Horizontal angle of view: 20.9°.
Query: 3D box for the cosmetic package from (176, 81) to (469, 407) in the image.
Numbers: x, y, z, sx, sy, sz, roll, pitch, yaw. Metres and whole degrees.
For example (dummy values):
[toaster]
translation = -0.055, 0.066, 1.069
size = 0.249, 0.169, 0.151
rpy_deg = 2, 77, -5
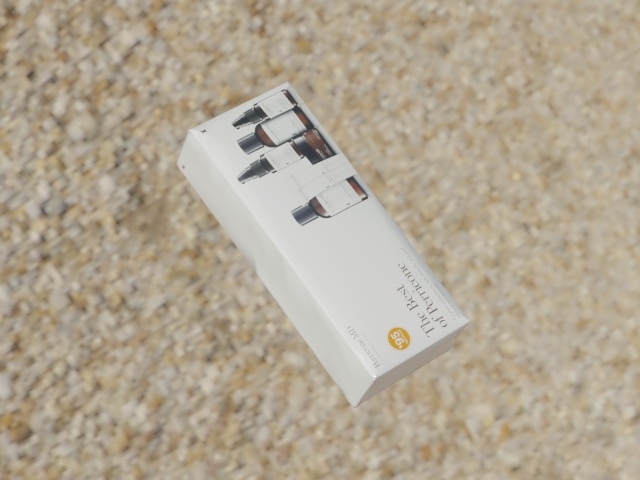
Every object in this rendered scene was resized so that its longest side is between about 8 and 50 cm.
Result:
[cosmetic package]
translation = 0.000, 0.000, 1.313
size = 0.099, 0.060, 0.239
rpy_deg = -30, 74, -26
